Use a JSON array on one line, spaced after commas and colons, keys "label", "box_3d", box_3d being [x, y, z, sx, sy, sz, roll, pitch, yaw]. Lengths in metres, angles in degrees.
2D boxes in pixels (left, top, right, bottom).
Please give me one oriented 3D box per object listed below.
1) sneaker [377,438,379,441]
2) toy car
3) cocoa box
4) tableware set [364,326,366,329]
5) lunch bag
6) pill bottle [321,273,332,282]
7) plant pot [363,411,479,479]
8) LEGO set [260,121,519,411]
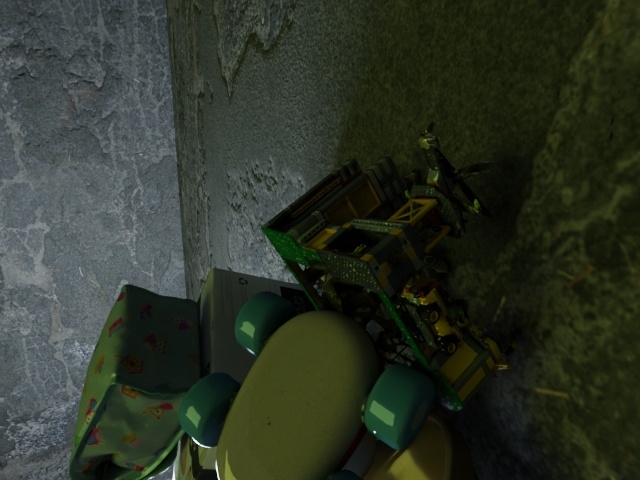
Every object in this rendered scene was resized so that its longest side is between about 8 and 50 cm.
[{"label": "sneaker", "box_3d": [0.114, 0.287, 0.616, 0.227, 0.087, 0.130, -136, 37, -60]}, {"label": "toy car", "box_3d": [0.011, 0.207, 0.519, 0.219, 0.210, 0.238, 23, 165, 34]}, {"label": "cocoa box", "box_3d": [-0.117, 0.260, 0.793, 0.228, 0.231, 0.347, -60, 29, 30]}, {"label": "tableware set", "box_3d": [0.053, 0.181, 0.710, 0.104, 0.024, 0.154, -40, -49, -69]}, {"label": "lunch bag", "box_3d": [-0.299, 0.245, 0.722, 0.262, 0.160, 0.223, -59, 29, 21]}, {"label": "pill bottle", "box_3d": [0.000, 0.000, 0.752, 0.169, 0.094, 0.094, 37, 131, 55]}, {"label": "plant pot", "box_3d": [0.099, 0.313, 0.471, 0.109, 0.237, 0.237, 37, 147, -1]}, {"label": "LEGO set", "box_3d": [0.096, 0.015, 0.529, 0.255, 0.192, 0.331, 55, 162, -14]}]
